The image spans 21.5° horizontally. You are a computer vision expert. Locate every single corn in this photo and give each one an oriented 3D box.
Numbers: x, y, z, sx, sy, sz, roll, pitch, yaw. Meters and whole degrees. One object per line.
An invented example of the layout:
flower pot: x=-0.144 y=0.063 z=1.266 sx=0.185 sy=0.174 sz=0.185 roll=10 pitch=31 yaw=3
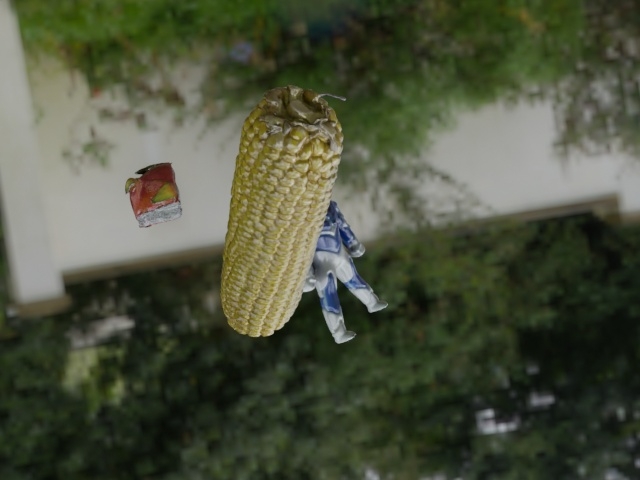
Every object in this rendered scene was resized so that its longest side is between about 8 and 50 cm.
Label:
corn: x=-0.045 y=-0.025 z=1.743 sx=0.106 sy=0.305 sz=0.106 roll=7 pitch=-138 yaw=-7

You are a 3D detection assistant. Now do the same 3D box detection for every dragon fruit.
dragon fruit: x=-0.180 y=-0.052 z=1.821 sx=0.056 sy=0.060 sz=0.083 roll=-13 pitch=169 yaw=-2

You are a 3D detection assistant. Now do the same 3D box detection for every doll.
doll: x=0.000 y=0.000 z=1.950 sx=0.057 sy=0.227 sz=0.114 roll=-17 pitch=-165 yaw=46
